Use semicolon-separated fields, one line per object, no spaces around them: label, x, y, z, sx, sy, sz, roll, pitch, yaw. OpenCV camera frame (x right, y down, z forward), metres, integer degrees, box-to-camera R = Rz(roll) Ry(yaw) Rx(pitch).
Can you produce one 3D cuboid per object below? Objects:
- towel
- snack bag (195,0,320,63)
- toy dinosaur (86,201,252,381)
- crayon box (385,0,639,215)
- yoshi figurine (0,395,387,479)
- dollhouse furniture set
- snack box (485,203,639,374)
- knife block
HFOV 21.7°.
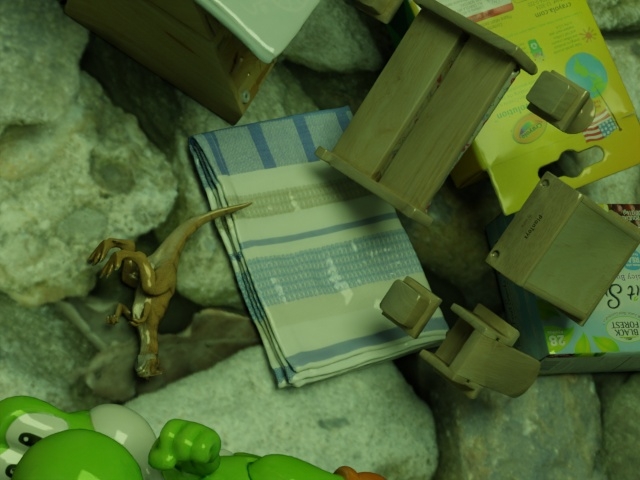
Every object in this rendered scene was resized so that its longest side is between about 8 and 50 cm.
towel;0.000;0.000;1.673;0.209;0.034;0.285;-12;71;-31
snack bag;-0.092;-0.357;1.618;0.323;0.037;0.342;39;51;-11
toy dinosaur;-0.156;0.031;1.575;0.112;0.064;0.212;33;63;-29
crayon box;0.199;-0.192;1.784;0.202;0.081;0.319;-20;83;-22
yoshi figurine;-0.117;0.238;1.401;0.362;0.203;0.204;19;65;-13
dollhouse furniture set;0.125;-0.054;1.685;0.355;0.303;0.174;37;6;34
snack box;0.294;0.050;1.769;0.207;0.070;0.175;0;65;-24
knife block;-0.198;-0.251;1.688;0.088;0.242;0.276;-61;143;-34
